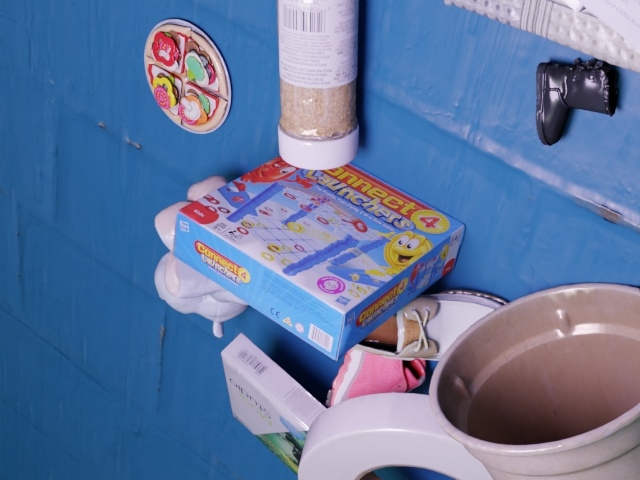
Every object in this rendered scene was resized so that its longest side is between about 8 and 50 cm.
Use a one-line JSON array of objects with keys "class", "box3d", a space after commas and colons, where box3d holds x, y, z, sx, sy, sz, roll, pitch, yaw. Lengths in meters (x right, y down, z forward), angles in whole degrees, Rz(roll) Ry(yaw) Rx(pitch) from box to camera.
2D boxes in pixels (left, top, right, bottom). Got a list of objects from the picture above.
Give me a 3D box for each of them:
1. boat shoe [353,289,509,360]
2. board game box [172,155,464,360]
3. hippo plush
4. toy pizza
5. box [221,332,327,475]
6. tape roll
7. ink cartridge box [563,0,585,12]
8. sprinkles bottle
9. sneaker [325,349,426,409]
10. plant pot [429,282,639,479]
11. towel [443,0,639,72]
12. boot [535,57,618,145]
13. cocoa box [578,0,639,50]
[{"class": "boat shoe", "box3d": [0.137, 0.132, 1.599, 0.302, 0.103, 0.113, -3, 94, 16]}, {"class": "board game box", "box3d": [0.000, 0.000, 1.571, 0.308, 0.302, 0.086, 30, 131, 25]}, {"class": "hippo plush", "box3d": [-0.160, 0.032, 1.850, 0.294, 0.234, 0.236, 16, 159, -16]}, {"class": "toy pizza", "box3d": [-0.232, -0.273, 1.816, 0.201, 0.032, 0.201, 22, 127, 32]}, {"class": "box", "box3d": [-0.069, 0.315, 1.914, 0.232, 0.058, 0.322, 39, 159, 19]}, {"class": "tape roll", "box3d": [0.156, 0.377, 1.690, 0.392, 0.072, 0.392, 8, 139, 7]}, {"class": "ink cartridge box", "box3d": [0.323, -0.357, 1.105, 0.092, 0.158, 0.218, 46, 135, 14]}, {"class": "sprinkles bottle", "box3d": [-0.003, -0.282, 1.539, 0.121, 0.121, 0.355, 22, 127, 32]}, {"class": "sneaker", "box3d": [0.100, 0.225, 1.752, 0.136, 0.116, 0.314, 29, 130, 25]}, {"class": "plant pot", "box3d": [0.353, 0.276, 1.435, 0.334, 0.334, 0.305, 0, 124, 42]}, {"class": "towel", "box3d": [0.306, -0.378, 1.264, 0.324, 0.056, 0.312, 29, 128, 29]}, {"class": "boot", "box3d": [0.326, -0.173, 1.365, 0.099, 0.045, 0.121, 10, 120, 34]}, {"class": "cocoa box", "box3d": [0.390, -0.256, 0.898, 0.347, 0.228, 0.231, 34, 134, -13]}]
